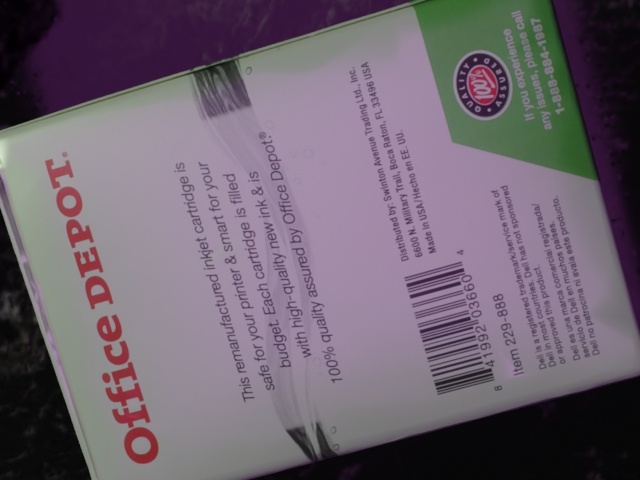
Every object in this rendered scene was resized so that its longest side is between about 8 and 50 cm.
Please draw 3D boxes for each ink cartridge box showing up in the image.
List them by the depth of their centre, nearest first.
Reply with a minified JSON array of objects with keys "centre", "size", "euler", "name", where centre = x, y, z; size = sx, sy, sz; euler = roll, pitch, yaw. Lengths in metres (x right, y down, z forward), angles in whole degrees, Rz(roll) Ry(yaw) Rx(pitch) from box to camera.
[{"centre":[0.000,0.000,0.519],"size":[0.289,0.121,0.211],"euler":[-15,95,5],"name":"ink cartridge box"}]
